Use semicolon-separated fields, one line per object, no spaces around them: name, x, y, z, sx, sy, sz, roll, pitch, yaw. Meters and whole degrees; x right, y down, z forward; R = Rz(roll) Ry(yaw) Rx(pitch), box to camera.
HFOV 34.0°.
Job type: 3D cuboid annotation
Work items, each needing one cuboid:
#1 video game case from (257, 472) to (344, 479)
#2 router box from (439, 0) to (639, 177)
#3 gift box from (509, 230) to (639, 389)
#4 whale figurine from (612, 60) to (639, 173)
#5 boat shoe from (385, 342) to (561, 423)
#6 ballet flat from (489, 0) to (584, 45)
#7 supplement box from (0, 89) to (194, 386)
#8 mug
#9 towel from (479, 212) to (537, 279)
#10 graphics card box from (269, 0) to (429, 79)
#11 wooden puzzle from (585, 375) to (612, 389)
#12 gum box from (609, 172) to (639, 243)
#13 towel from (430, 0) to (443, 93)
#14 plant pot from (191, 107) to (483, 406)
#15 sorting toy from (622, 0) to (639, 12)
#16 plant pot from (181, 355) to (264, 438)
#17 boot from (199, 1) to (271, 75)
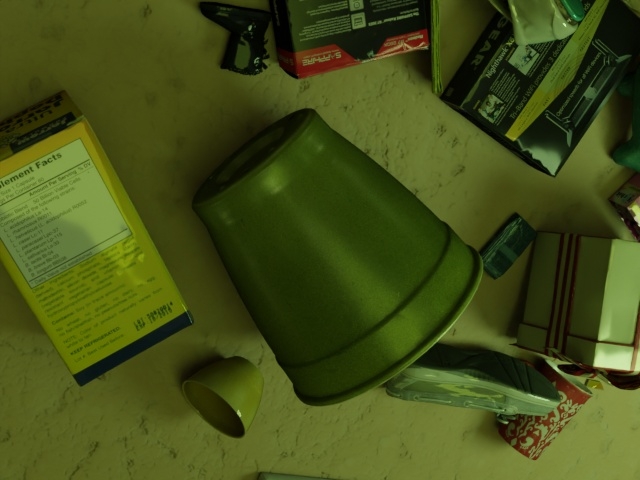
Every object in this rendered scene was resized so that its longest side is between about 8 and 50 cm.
video game case;-0.002;0.587;1.969;0.329;0.036;0.299;12;103;-26
router box;0.388;-0.300;1.789;0.243;0.081;0.308;32;94;-28
gift box;0.497;0.124;1.885;0.276;0.255;0.258;7;90;-20
whale figurine;0.606;-0.222;1.839;0.141;0.216;0.272;-28;148;-52
boat shoe;0.280;0.267;1.916;0.321;0.118;0.103;12;118;-12
ballet flat;0.269;-0.483;1.636;0.139;0.139;0.400;-28;94;-11
supplement box;-0.362;-0.006;1.527;0.194;0.195;0.356;-29;117;-11
mug;0.414;0.318;2.020;0.169;0.150;0.113;-56;154;8
towel;0.340;0.013;1.908;0.067;0.029;0.119;41;90;-29
graphics card box;0.027;-0.453;1.584;0.233;0.094;0.370;-16;114;-16
wooden puzzle;0.584;0.253;2.099;0.079;0.014;0.116;24;97;-27
gum box;0.645;-0.043;1.992;0.107;0.062;0.188;-43;118;-3
towel;0.186;-0.361;1.679;0.021;0.102;0.237;0;111;7
plant pot;0.000;0.000;1.613;0.366;0.366;0.353;-40;106;-5
sorting toy;0.560;-0.437;1.835;0.075;0.045;0.083;31;94;-35
plant pot;-0.150;0.249;1.751;0.095;0.134;0.134;-48;122;-32
boot;-0.133;-0.308;1.601;0.121;0.045;0.099;5;110;-23
